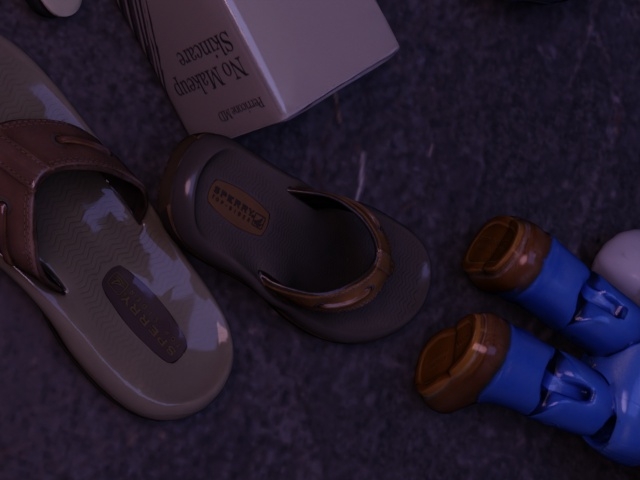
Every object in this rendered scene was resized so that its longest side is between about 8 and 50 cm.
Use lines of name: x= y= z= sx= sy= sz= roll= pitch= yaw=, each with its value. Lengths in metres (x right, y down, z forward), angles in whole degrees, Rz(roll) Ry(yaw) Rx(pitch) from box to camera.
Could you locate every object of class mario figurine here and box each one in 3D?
mario figurine: x=0.211 y=0.121 z=0.989 sx=0.320 sy=0.170 sz=0.198 roll=31 pitch=107 yaw=-13

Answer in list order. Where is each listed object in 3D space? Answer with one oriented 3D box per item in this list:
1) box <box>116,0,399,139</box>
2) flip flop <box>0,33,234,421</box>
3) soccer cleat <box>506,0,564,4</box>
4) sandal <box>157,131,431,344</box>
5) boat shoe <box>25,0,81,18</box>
box: x=-0.076 y=-0.195 z=0.836 sx=0.094 sy=0.113 sz=0.275 roll=-34 pitch=100 yaw=-30
flip flop: x=-0.138 y=-0.013 z=0.800 sx=0.112 sy=0.080 sz=0.277 roll=-47 pitch=108 yaw=-25
soccer cleat: x=0.110 y=-0.288 z=0.956 sx=0.121 sy=0.093 sz=0.289 roll=-28 pitch=102 yaw=-42
sandal: x=0.000 y=0.000 z=0.867 sx=0.219 sy=0.060 sz=0.090 roll=34 pitch=67 yaw=-44
boat shoe: x=-0.167 y=-0.182 z=0.824 sx=0.049 sy=0.042 sz=0.133 roll=-32 pitch=103 yaw=-54
